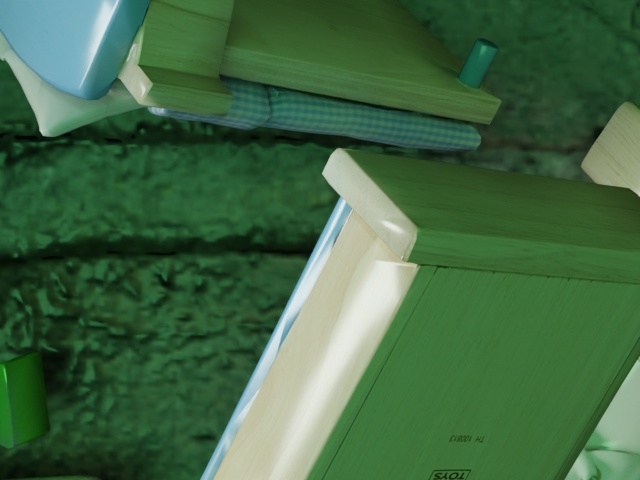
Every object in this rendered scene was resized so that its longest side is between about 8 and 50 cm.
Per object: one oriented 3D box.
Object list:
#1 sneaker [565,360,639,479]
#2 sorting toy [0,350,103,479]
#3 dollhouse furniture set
[{"bbox_3d":[0.047,0.123,0.754,0.290,0.123,0.106,-36,88,8],"label":"sneaker"},{"bbox_3d":[-0.173,0.203,0.805,0.196,0.047,0.348,-5,95,21],"label":"sorting toy"},{"bbox_3d":[0.000,0.000,0.715,0.303,0.286,0.198,49,122,41],"label":"dollhouse furniture set"}]
